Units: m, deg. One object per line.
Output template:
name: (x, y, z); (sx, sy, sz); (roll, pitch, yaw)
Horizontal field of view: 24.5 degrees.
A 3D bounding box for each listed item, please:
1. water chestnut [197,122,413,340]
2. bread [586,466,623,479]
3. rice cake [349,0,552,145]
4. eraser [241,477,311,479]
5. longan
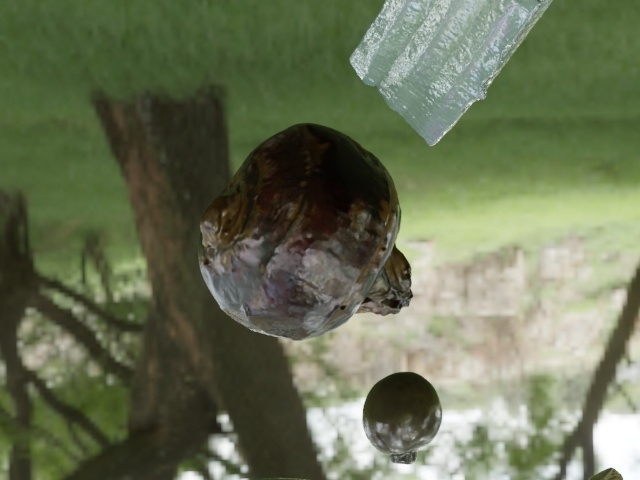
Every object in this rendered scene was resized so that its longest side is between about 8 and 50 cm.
water chestnut: (0.000, 0.000, 1.478); (0.238, 0.224, 0.223); (30, 177, -10)
bread: (0.278, 0.273, 1.535); (0.083, 0.035, 0.070); (-39, 177, -42)
rice cake: (0.105, -0.174, 1.237); (0.043, 0.127, 0.237); (-40, 171, -28)
eraser: (-0.128, 0.377, 1.757); (0.243, 0.204, 0.059); (9, 180, -13)
longan: (0.101, 0.222, 1.820); (0.106, 0.119, 0.106); (-3, -165, 1)
